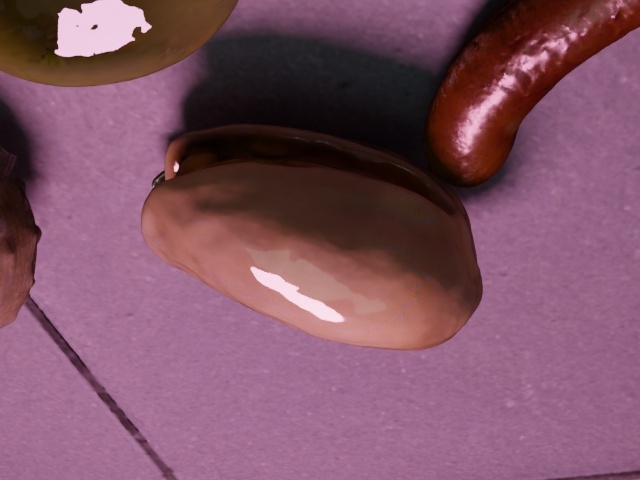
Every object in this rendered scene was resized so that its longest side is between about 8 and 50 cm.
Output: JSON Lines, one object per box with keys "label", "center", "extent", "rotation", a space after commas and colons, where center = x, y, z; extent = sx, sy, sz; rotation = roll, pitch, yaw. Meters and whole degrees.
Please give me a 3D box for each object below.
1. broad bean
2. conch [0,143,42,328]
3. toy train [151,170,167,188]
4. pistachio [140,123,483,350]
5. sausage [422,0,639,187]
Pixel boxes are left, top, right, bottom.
{"label": "broad bean", "center": [-0.198, -0.219, 1.024], "extent": [0.291, 0.119, 0.238], "rotation": [11, 130, -8]}
{"label": "conch", "center": [-0.374, -0.025, 1.221], "extent": [0.263, 0.186, 0.324], "rotation": [20, 164, -3]}
{"label": "toy train", "center": [-0.086, -0.008, 1.309], "extent": [0.044, 0.042, 0.209], "rotation": [-35, 127, 10]}
{"label": "pistachio", "center": [0.000, 0.000, 1.196], "extent": [0.299, 0.187, 0.187], "rotation": [17, 139, -4]}
{"label": "sausage", "center": [0.171, -0.144, 1.086], "extent": [0.103, 0.076, 0.302], "rotation": [28, 135, -22]}
